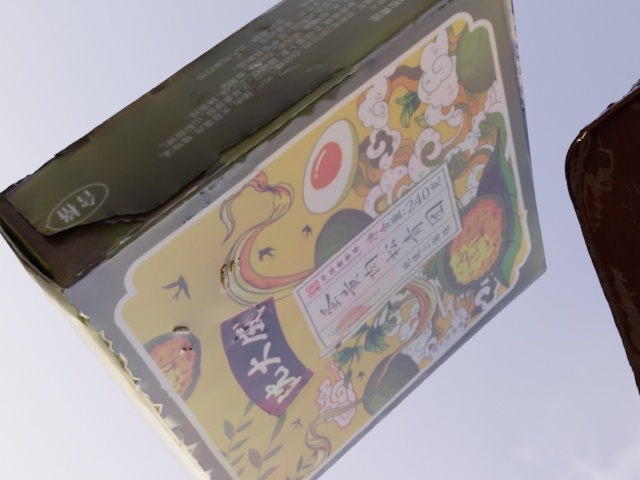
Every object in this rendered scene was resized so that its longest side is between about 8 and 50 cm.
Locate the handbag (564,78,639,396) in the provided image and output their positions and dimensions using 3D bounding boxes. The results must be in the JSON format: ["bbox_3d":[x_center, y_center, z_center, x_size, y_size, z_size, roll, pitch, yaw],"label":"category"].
[{"bbox_3d":[0.244,0.002,0.383,0.275,0.084,0.260,-49,-133,53],"label":"handbag"}]

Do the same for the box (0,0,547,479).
[{"bbox_3d":[0.000,0.000,0.772,0.138,0.420,0.373,36,-22,40],"label":"box"}]
